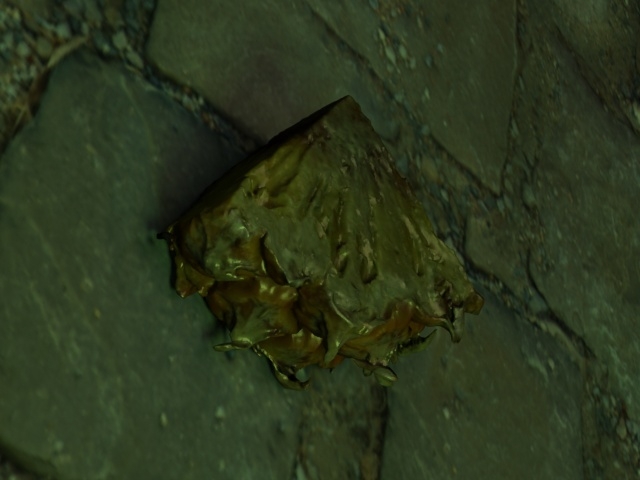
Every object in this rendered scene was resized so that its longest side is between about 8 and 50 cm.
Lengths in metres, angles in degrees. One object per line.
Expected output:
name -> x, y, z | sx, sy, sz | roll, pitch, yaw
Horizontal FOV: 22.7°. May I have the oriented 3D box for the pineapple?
pineapple -> 0.000, 0.000, 1.071 | 0.236, 0.114, 0.186 | 30, 52, -41
